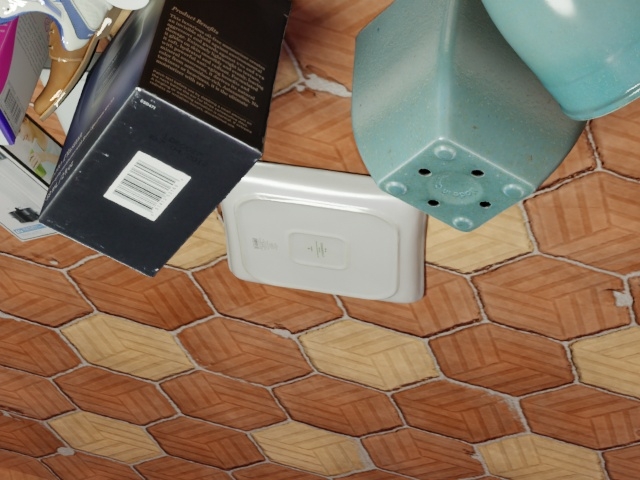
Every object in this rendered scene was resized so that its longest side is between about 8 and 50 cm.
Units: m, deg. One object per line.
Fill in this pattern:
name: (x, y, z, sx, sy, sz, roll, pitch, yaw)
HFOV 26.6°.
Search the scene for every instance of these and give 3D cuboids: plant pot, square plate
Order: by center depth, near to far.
plant pot: (0.274, -0.312, 1.438, 0.255, 0.271, 0.272, 41, 141, -15)
plant pot: (0.185, -0.161, 1.691, 0.247, 0.252, 0.248, 26, 146, -21)
square plate: (0.000, 0.000, 2.204, 0.344, 0.049, 0.347, 8, 148, 7)

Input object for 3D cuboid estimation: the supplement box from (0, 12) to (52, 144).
supplement box: (-0.442, -0.249, 1.806, 0.114, 0.220, 0.111, 5, 147, 15)

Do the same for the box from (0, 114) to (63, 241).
box: (-0.504, -0.121, 2.155, 0.169, 0.087, 0.290, -10, 141, 32)

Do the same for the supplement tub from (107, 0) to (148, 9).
supplement tub: (-0.232, -0.348, 1.680, 0.071, 0.107, 0.071, 10, 148, 6)

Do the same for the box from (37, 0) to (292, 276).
box: (-0.200, -0.167, 1.739, 0.183, 0.294, 0.296, 28, 134, -19)

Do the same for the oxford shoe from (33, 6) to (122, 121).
oxford shoe: (-0.338, -0.260, 1.819, 0.076, 0.212, 0.076, 29, -170, -14)

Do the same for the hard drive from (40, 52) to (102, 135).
hard drive: (-0.290, -0.168, 2.051, 0.203, 0.040, 0.307, 5, 148, 12)

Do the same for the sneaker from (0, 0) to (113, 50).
sneaker: (-0.405, -0.342, 1.699, 0.296, 0.131, 0.112, 26, -174, -14)
